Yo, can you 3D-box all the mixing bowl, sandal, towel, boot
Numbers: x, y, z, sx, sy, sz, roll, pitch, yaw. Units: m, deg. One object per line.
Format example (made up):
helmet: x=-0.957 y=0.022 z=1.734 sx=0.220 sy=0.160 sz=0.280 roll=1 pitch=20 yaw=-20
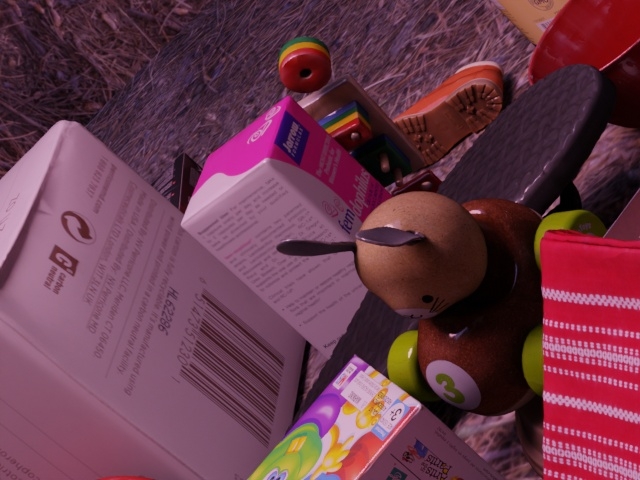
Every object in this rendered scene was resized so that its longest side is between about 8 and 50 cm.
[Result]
mixing bowl: x=0.271 y=-0.159 z=1.271 sx=0.181 sy=0.098 sz=0.181 roll=-42 pitch=19 yaw=18
sandal: x=0.108 y=0.060 z=1.227 sx=0.446 sy=0.107 sz=0.167 roll=-57 pitch=18 yaw=13
towel: x=0.162 y=0.132 z=0.787 sx=0.199 sy=0.031 sz=0.275 roll=-168 pitch=77 yaw=-69
boot: x=0.126 y=-0.132 z=1.606 sx=0.158 sy=0.059 sz=0.085 roll=-27 pitch=24 yaw=28

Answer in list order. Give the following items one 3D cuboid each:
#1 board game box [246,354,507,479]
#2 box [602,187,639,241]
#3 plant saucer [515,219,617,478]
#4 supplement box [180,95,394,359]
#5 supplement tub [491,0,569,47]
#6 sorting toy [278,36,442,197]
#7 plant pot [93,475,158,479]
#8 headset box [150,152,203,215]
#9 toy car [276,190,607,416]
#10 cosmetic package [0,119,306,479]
board game box: x=0.001 y=0.235 z=1.015 sx=0.275 sy=0.144 sz=0.142 roll=-48 pitch=18 yaw=-5
box: x=0.291 y=0.004 z=0.803 sx=0.167 sy=0.168 sz=0.203 roll=-52 pitch=19 yaw=-11
plant saucer: x=0.232 y=0.048 z=1.044 sx=0.278 sy=0.041 sz=0.278 roll=-40 pitch=20 yaw=18
supplement box: x=0.000 y=0.000 z=1.357 sx=0.114 sy=0.220 sz=0.111 roll=-36 pitch=23 yaw=31
supplement tub: x=0.203 y=-0.347 z=1.428 sx=0.241 sy=0.331 sz=0.241 roll=-41 pitch=20 yaw=18
sorting toy: x=0.015 y=-0.064 z=1.426 sx=0.132 sy=0.274 sz=0.046 roll=-28 pitch=43 yaw=20
plant pot: x=-0.153 y=0.287 z=1.183 sx=0.191 sy=0.191 sz=0.174 roll=-36 pitch=17 yaw=31
headset box: x=-0.207 y=0.049 z=1.876 sx=0.218 sy=0.110 sz=0.293 roll=-43 pitch=19 yaw=15
toy car: x=0.070 y=0.029 z=1.014 sx=0.155 sy=0.188 sz=0.149 roll=-7 pitch=70 yaw=48
cosmetic package: x=-0.269 y=0.176 z=1.434 sx=0.393 sy=0.327 sz=0.329 roll=-40 pitch=21 yaw=24
